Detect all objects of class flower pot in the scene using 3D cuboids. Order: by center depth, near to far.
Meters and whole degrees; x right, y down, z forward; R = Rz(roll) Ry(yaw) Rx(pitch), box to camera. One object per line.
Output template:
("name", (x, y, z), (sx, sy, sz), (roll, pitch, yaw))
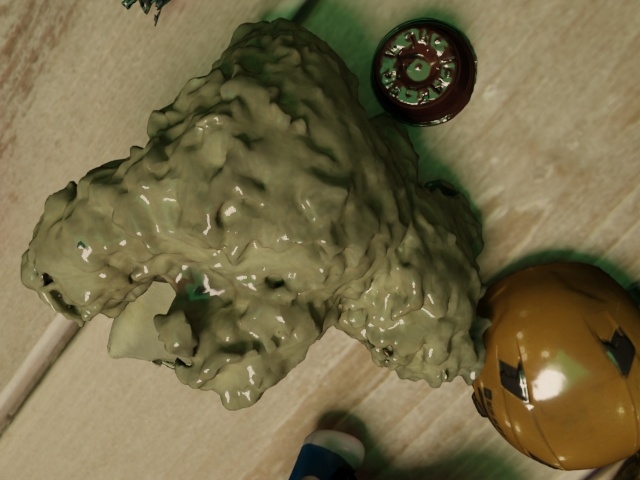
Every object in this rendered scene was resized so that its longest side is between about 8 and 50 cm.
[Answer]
("flower pot", (0.097, -0.166, 0.550), (0.111, 0.089, 0.111), (2, 101, 12))

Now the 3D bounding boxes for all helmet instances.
("helmet", (0.241, 0.137, 0.558), (0.198, 0.130, 0.224), (-19, 97, 18))

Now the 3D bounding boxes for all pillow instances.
("pillow", (-0.140, 0.063, 0.605), (0.181, 0.134, 0.078), (-58, 44, 33))

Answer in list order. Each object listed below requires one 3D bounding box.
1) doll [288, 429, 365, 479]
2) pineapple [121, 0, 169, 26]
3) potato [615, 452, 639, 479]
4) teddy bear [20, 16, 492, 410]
("doll", (0.082, 0.372, 0.589), (0.310, 0.240, 0.284), (23, 128, 7))
("pineapple", (-0.120, -0.319, 0.571), (0.221, 0.083, 0.103), (-29, 109, 16))
("potato", (0.373, 0.332, 0.578), (0.149, 0.113, 0.251), (-23, 86, 23))
("teddy bear", (0.000, 0.000, 0.511), (0.367, 0.357, 0.224), (46, 143, -20))
